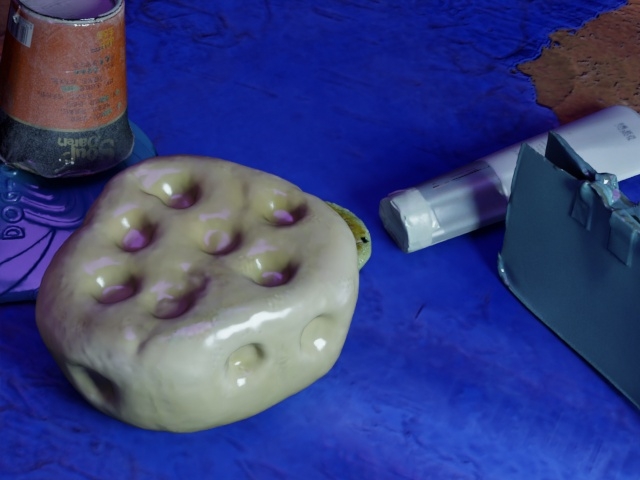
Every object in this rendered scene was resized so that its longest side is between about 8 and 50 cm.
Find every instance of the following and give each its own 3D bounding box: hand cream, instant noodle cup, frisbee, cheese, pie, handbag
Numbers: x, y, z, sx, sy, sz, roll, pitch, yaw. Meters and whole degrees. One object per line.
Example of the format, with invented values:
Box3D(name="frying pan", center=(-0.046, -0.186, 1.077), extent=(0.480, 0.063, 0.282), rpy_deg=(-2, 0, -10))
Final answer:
Box3D(name="hand cream", center=(0.170, -0.055, 1.185), extent=(0.255, 0.048, 0.079), rpy_deg=(-19, 55, -21))
Box3D(name="instant noodle cup", center=(-0.207, -0.139, 1.148), extent=(0.127, 0.135, 0.127), rpy_deg=(7, 37, -5))
Box3D(name="frisbee", center=(-0.251, -0.049, 1.179), extent=(0.242, 0.045, 0.242), rpy_deg=(0, 49, 0))
Box3D(name="cheese", center=(-0.090, 0.034, 1.051), extent=(0.235, 0.117, 0.218), rpy_deg=(-8, 46, -6))
Box3D(name="pie", center=(0.002, -0.001, 1.148), extent=(0.084, 0.021, 0.084), rpy_deg=(0, 48, 0))
Box3D(name="handbag", center=(0.219, 0.032, 1.036), extent=(0.057, 0.144, 0.221), rpy_deg=(-24, 50, -23))
